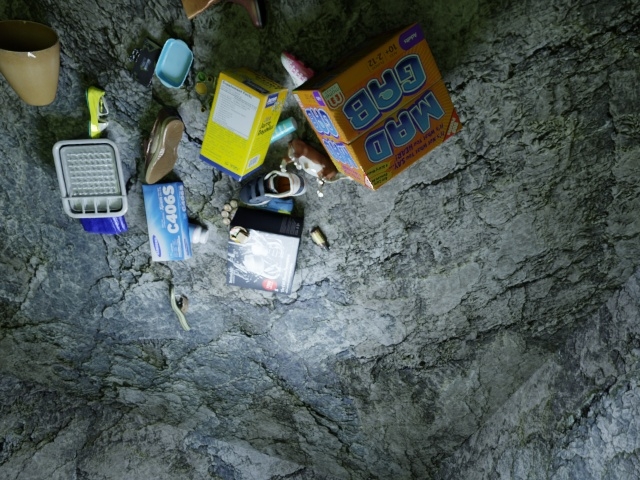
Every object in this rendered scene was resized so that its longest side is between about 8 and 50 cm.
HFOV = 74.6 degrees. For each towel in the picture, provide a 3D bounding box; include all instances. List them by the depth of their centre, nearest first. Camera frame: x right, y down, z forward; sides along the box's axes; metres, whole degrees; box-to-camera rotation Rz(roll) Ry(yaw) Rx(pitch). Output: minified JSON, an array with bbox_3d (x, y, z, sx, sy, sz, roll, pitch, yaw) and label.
[{"bbox_3d":[-1.060,-0.170,1.974,0.227,0.076,0.308,1,122,6],"label":"towel"}]

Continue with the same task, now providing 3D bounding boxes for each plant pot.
[{"bbox_3d":[-1.108,-0.660,1.604,0.237,0.237,0.254,17,138,-4],"label":"plant pot"}]

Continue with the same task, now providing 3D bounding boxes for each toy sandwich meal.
[{"bbox_3d":[-0.345,-0.020,1.779,0.085,0.029,0.086,2,122,3],"label":"toy sandwich meal"}]

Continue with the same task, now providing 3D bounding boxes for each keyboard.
[{"bbox_3d":[-0.685,-0.695,1.627,0.108,0.023,0.180,30,120,-19],"label":"keyboard"}]

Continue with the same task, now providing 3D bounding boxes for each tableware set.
[{"bbox_3d":[-0.450,-0.582,1.668,0.104,0.024,0.154,16,123,-3],"label":"tableware set"}]

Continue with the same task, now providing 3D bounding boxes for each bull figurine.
[{"bbox_3d":[-0.012,-0.297,1.713,0.310,0.188,0.101,29,138,-4],"label":"bull figurine"}]

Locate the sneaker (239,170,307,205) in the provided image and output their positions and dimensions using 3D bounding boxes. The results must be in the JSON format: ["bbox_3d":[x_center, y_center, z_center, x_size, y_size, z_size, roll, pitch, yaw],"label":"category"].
[{"bbox_3d":[-0.225,-0.227,1.774,0.321,0.127,0.126,-10,86,21],"label":"sneaker"}]

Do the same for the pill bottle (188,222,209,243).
[{"bbox_3d":[-0.619,-0.037,1.996,0.160,0.087,0.087,15,123,-2],"label":"pill bottle"}]

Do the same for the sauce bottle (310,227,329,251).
[{"bbox_3d":[0.000,0.000,1.971,0.042,0.042,0.128,-25,119,21],"label":"sauce bottle"}]

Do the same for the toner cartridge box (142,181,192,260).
[{"bbox_3d":[-0.693,-0.086,1.907,0.165,0.075,0.348,-3,99,10],"label":"toner cartridge box"}]

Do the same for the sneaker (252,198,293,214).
[{"bbox_3d":[-0.223,-0.171,1.884,0.209,0.069,0.082,11,93,9],"label":"sneaker"}]

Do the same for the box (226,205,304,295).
[{"bbox_3d":[-0.259,0.052,1.946,0.312,0.179,0.343,10,124,-1],"label":"box"}]

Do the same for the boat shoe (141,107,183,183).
[{"bbox_3d":[-0.686,-0.397,1.776,0.123,0.123,0.342,44,128,14],"label":"boat shoe"}]

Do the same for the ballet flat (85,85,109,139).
[{"bbox_3d":[-0.920,-0.518,1.741,0.077,0.077,0.231,6,122,-13],"label":"ballet flat"}]

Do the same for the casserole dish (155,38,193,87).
[{"bbox_3d":[-0.556,-0.680,1.611,0.114,0.037,0.188,31,120,-12],"label":"casserole dish"}]

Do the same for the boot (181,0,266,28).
[{"bbox_3d":[-0.349,-0.831,1.455,0.280,0.096,0.264,-14,120,16],"label":"boot"}]

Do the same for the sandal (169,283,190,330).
[{"bbox_3d":[-0.745,0.353,2.261,0.086,0.120,0.303,-20,124,-13],"label":"sandal"}]

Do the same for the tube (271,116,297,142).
[{"bbox_3d":[-0.193,-0.440,1.716,0.207,0.052,0.080,-19,107,24],"label":"tube"}]

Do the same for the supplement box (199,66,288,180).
[{"bbox_3d":[-0.297,-0.447,1.613,0.194,0.195,0.357,29,122,5],"label":"supplement box"}]

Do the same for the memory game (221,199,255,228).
[{"bbox_3d":[-0.375,-0.108,1.964,0.186,0.012,0.186,3,123,4],"label":"memory game"}]

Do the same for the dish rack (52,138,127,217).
[{"bbox_3d":[-0.985,-0.270,1.827,0.285,0.072,0.333,-2,106,2],"label":"dish rack"}]

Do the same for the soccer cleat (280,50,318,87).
[{"bbox_3d":[-0.035,-0.556,1.572,0.331,0.116,0.143,36,112,-16],"label":"soccer cleat"}]

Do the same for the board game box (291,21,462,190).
[{"bbox_3d":[0.175,-0.444,1.412,0.356,0.356,0.356,-36,115,-2],"label":"board game box"}]
